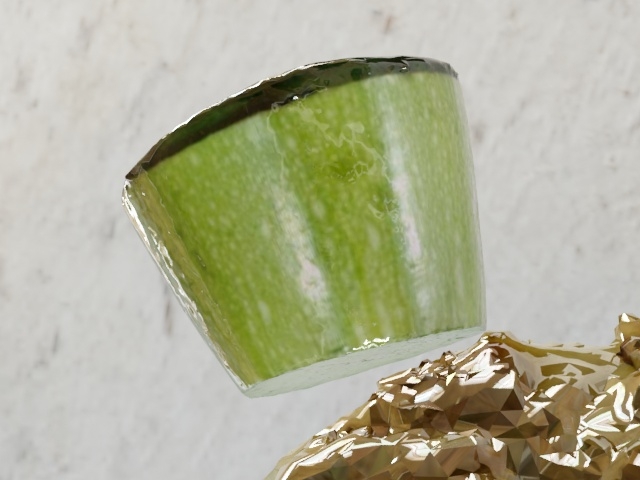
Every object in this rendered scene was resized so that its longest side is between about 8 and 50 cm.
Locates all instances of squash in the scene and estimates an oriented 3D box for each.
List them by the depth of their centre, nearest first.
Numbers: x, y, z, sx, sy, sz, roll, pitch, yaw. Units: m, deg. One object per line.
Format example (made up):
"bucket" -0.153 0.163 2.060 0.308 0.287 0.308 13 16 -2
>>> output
"squash" 0.000 0.000 0.778 0.170 0.170 0.123 -27 76 48

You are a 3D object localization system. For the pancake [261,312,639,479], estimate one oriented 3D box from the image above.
"pancake" 0.069 0.126 0.225 0.356 0.356 0.065 43 158 50
